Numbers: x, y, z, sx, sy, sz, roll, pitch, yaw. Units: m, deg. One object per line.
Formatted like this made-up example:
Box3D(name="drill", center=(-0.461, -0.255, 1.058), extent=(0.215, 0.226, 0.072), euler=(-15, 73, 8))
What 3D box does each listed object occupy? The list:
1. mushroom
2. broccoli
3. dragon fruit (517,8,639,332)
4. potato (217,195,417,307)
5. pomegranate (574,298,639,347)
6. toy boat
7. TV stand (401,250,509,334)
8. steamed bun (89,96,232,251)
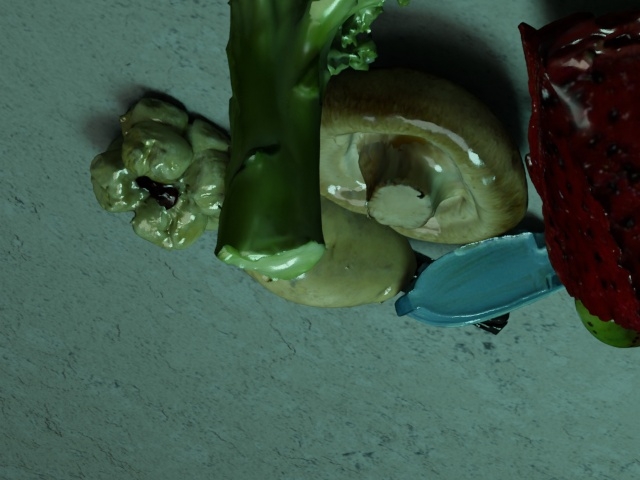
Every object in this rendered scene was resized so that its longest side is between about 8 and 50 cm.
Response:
Box3D(name="mushroom", center=(0.095, -0.088, 1.839), extent=(0.278, 0.146, 0.278), euler=(18, 154, 9))
Box3D(name="broccoli", center=(-0.023, -0.199, 1.529), extent=(0.275, 0.397, 0.353), euler=(-2, 132, 29))
Box3D(name="dragon fruit", center=(0.330, -0.115, 1.721), extent=(0.329, 0.286, 0.228), euler=(58, 176, -12))
Box3D(name="potato", center=(-0.002, 0.004, 2.001), extent=(0.235, 0.161, 0.128), euler=(43, 177, -19))
Box3D(name="pomegranate", center=(0.346, 0.058, 1.946), extent=(0.130, 0.130, 0.130), euler=(14, 146, 10))
Box3D(name="toy boat", center=(0.188, 0.049, 2.007), extent=(0.215, 0.088, 0.102), euler=(-18, 174, 9))
Box3D(name="TV stand", center=(0.115, 0.042, 2.103), extent=(0.249, 0.042, 0.036), euler=(25, 149, -6))
Box3D(name="steamed bun", center=(-0.178, -0.065, 2.050), extent=(0.192, 0.106, 0.177), euler=(30, 147, -16))
